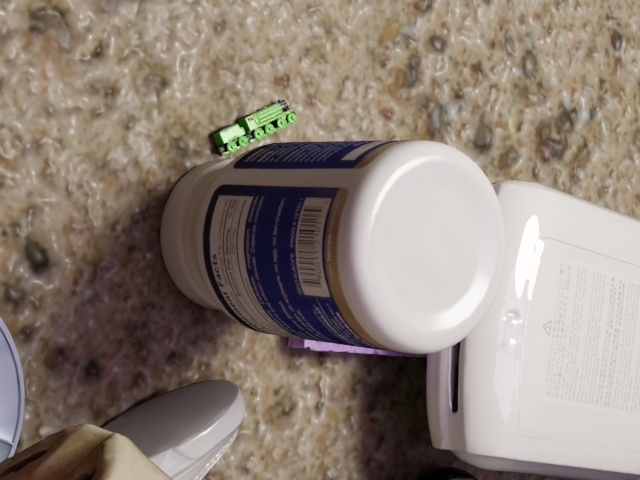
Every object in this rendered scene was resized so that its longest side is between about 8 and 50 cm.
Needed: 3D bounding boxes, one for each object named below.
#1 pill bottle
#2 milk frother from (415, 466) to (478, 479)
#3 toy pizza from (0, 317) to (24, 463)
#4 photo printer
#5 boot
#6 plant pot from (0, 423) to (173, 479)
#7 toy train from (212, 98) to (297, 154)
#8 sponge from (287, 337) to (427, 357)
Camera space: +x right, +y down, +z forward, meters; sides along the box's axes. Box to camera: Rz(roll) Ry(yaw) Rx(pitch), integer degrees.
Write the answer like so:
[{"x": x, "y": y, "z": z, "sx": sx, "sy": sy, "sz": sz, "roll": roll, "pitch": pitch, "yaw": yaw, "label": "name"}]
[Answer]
[{"x": 0.000, "y": 0.000, "z": 1.281, "sx": 0.153, "sy": 0.264, "sz": 0.153, "roll": -3, "pitch": 95, "yaw": -38, "label": "pill bottle"}, {"x": 0.101, "y": 0.274, "z": 1.452, "sx": 0.129, "sy": 0.135, "sz": 0.143, "roll": 0, "pitch": 89, "yaw": -8, "label": "milk frother"}, {"x": -0.303, "y": 0.116, "z": 1.191, "sx": 0.201, "sy": 0.032, "sz": 0.201, "roll": 0, "pitch": 90, "yaw": -38, "label": "toy pizza"}, {"x": 0.208, "y": 0.085, "z": 1.519, "sx": 0.307, "sy": 0.107, "sz": 0.256, "roll": 14, "pitch": 83, "yaw": -50, "label": "photo printer"}, {"x": -0.148, "y": 0.221, "z": 1.292, "sx": 0.258, "sy": 0.095, "sz": 0.123, "roll": -35, "pitch": 118, "yaw": -24, "label": "boot"}, {"x": -0.126, "y": 0.299, "z": 1.103, "sx": 0.334, "sy": 0.334, "sz": 0.305, "roll": -47, "pitch": 110, "yaw": -28, "label": "plant pot"}, {"x": -0.054, "y": -0.094, "z": 1.394, "sx": 0.083, "sy": 0.017, "sz": 0.024, "roll": -29, "pitch": 98, "yaw": -34, "label": "toy train"}, {"x": 0.066, "y": 0.044, "z": 1.484, "sx": 0.210, "sy": 0.031, "sz": 0.117, "roll": 8, "pitch": 87, "yaw": -39, "label": "sponge"}]
